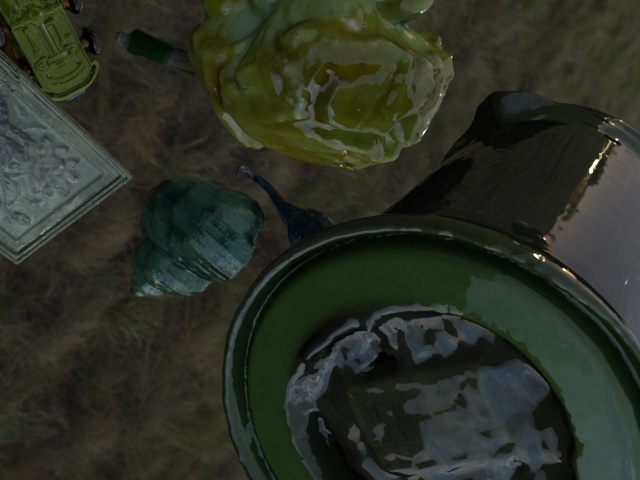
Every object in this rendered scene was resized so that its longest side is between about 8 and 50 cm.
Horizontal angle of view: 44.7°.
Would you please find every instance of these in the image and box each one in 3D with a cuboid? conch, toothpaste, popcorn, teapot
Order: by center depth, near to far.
[{"bbox_3d":[0.125,0.057,0.472,0.337,0.200,0.270,-38,106,-57],"label":"teapot"},{"bbox_3d":[0.000,-0.152,0.650,0.204,0.221,0.183,8,106,-60],"label":"popcorn"},{"bbox_3d":[-0.191,0.002,1.097,0.134,0.196,0.202,13,116,-32],"label":"conch"},{"bbox_3d":[-0.222,-0.286,1.247,0.046,0.248,0.078,-65,165,-1],"label":"toothpaste"}]

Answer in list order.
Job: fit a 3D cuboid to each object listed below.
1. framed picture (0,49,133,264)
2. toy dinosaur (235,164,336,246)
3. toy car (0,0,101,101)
[{"bbox_3d":[-0.329,-0.088,0.784,0.173,0.010,0.231,-36,128,9],"label":"framed picture"},{"bbox_3d":[0.005,0.010,0.985,0.076,0.363,0.147,-29,128,-18],"label":"toy dinosaur"},{"bbox_3d":[-0.553,-0.389,1.508,0.200,0.142,0.247,-35,118,-33],"label":"toy car"}]
